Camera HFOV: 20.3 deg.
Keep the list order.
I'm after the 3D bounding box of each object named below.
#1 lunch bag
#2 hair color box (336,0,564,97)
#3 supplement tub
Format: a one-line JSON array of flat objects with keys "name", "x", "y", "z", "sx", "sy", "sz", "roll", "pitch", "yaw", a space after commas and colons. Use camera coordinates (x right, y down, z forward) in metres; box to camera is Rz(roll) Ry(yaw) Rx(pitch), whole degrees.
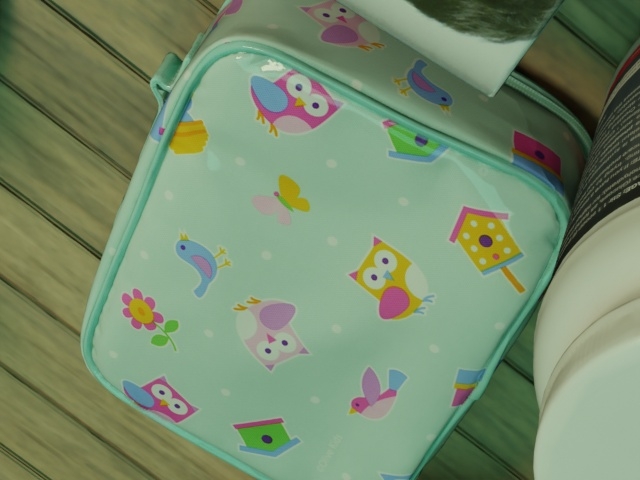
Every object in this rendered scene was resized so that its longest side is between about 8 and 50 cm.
[{"name": "lunch bag", "x": 0.000, "y": 0.000, "z": 0.936, "sx": 0.224, "sy": 0.108, "sz": 0.279, "roll": 29, "pitch": 128, "yaw": 1}, {"name": "hair color box", "x": -0.025, "y": -0.247, "z": 0.762, "sx": 0.374, "sy": 0.113, "sz": 0.185, "roll": 31, "pitch": 128, "yaw": -5}, {"name": "supplement tub", "x": 0.198, "y": 0.020, "z": 0.775, "sx": 0.191, "sy": 0.272, "sz": 0.191, "roll": 10, "pitch": 127, "yaw": 13}]
